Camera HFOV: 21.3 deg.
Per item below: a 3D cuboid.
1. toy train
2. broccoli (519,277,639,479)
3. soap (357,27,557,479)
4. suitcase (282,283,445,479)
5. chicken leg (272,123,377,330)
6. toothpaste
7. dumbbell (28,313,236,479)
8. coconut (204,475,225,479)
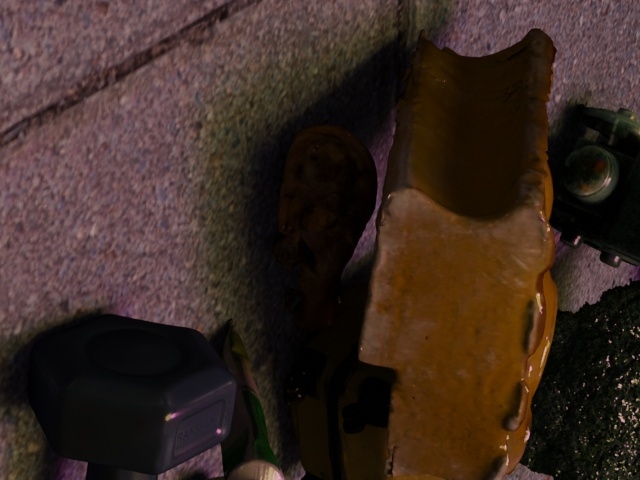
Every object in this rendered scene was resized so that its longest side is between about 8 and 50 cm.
[{"bbox_3d":[0.386,-0.035,1.914,0.299,0.238,0.166,19,96,-58],"label":"toy train"},{"bbox_3d":[0.337,0.166,2.009,0.269,0.254,0.269,-55,-175,6],"label":"broccoli"},{"bbox_3d":[0.129,0.008,1.514,0.338,0.169,0.304,-76,173,-58],"label":"soap"},{"bbox_3d":[0.063,0.145,1.615,0.235,0.143,0.193,-40,139,-37],"label":"suitcase"},{"bbox_3d":[0.002,-0.002,1.485,0.101,0.085,0.207,-81,178,-56],"label":"chicken leg"},{"bbox_3d":[-0.062,0.153,1.391,0.248,0.047,0.078,-109,-160,-65],"label":"toothpaste"},{"bbox_3d":[-0.157,0.222,1.325,0.143,0.156,0.316,-73,172,-67],"label":"dumbbell"},{"bbox_3d":[-0.087,0.253,1.510,0.088,0.096,0.087,3,83,-27],"label":"coconut"}]
